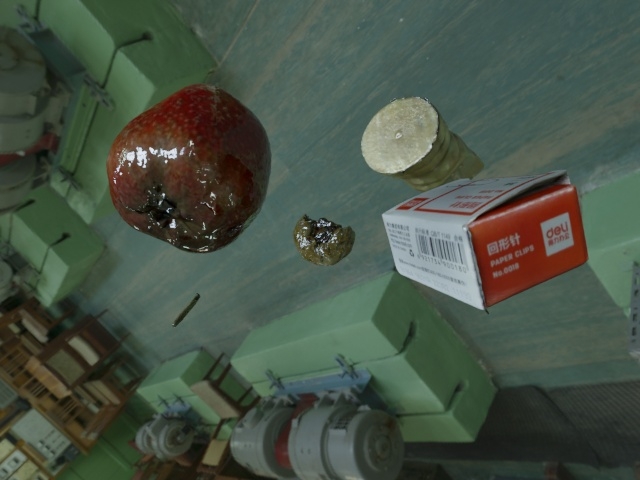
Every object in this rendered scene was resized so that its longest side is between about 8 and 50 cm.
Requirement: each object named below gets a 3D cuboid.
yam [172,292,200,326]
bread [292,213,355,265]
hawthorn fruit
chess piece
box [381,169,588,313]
[{"bbox_3d":[-0.285,0.149,0.917,0.014,0.107,0.014,7,121,12],"label":"yam"},{"bbox_3d":[0.000,0.000,0.748,0.113,0.082,0.060,13,161,21],"label":"bread"},{"bbox_3d":[-0.230,-0.163,0.826,0.285,0.369,0.284,8,151,5],"label":"hawthorn fruit"},{"bbox_3d":[0.207,-0.144,0.779,0.137,0.301,0.137,-8,77,37],"label":"chess piece"},{"bbox_3d":[0.168,-0.010,0.475,0.182,0.133,0.099,-156,46,-72],"label":"box"}]
